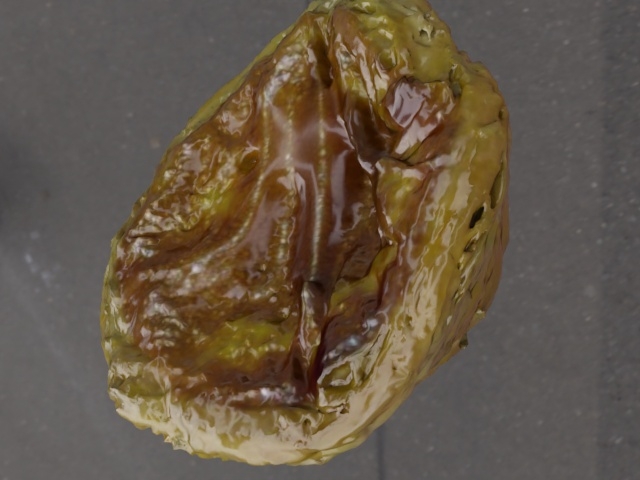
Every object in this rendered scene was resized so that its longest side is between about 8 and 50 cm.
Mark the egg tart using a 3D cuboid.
[{"bbox_3d":[0.000,0.000,0.835,0.339,0.153,0.351,-47,36,6],"label":"egg tart"}]
